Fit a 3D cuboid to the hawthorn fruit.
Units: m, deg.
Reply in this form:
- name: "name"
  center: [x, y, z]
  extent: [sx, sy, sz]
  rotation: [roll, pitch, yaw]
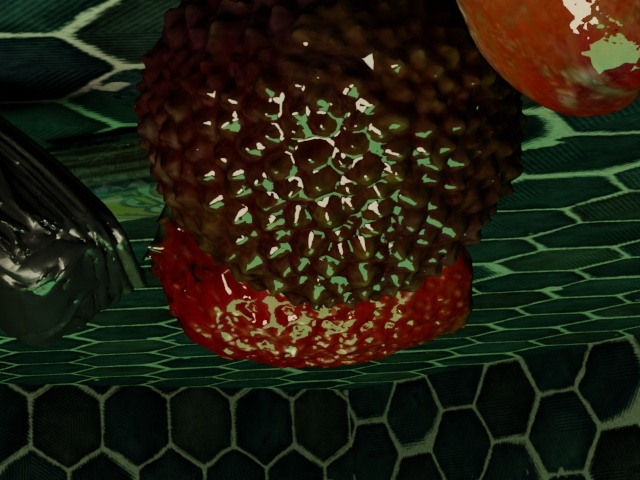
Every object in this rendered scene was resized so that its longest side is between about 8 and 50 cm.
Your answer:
- name: "hawthorn fruit"
  center: [0.147, -0.154, 0.878]
  extent: [0.173, 0.173, 0.173]
  rotation: [-3, 169, -1]

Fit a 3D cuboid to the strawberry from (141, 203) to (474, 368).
- name: "strawberry"
  center: [0.000, 0.000, 1.352]
  extent: [0.277, 0.257, 0.257]
  rotation: [21, 167, -1]

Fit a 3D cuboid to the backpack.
- name: "backpack"
  center: [-0.270, -0.030, 1.314]
  extent: [0.133, 0.258, 0.206]
  rotation: [-40, 167, -15]

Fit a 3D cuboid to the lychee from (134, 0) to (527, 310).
- name: "lychee"
  center: [0.012, -0.081, 1.005]
  extent: [0.271, 0.271, 0.271]
  rotation: [-3, 169, -1]

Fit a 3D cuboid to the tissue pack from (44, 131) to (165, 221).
- name: "tissue pack"
  center: [-0.162, -0.060, 1.527]
  extent: [0.155, 0.065, 0.115]
  rotation: [-7, 170, 21]
